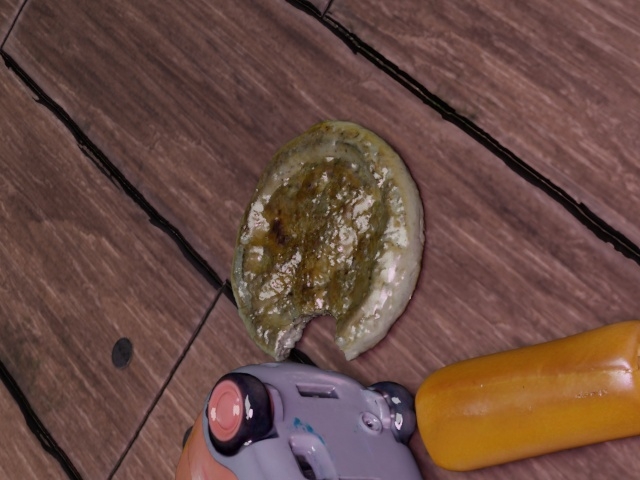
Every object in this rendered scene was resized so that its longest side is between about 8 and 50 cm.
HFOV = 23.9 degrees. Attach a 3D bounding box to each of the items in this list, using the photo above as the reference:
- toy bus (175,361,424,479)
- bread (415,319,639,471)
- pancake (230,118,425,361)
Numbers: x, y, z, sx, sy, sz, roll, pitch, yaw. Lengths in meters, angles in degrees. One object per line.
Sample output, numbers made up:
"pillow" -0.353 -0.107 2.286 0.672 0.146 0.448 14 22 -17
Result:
"toy bus" -0.022 0.252 1.312 0.232 0.194 0.288 -50 48 31
"bread" 0.181 0.125 1.233 0.239 0.074 0.093 -20 59 38
"pancake" 0.000 0.000 1.474 0.253 0.037 0.254 -15 67 41
